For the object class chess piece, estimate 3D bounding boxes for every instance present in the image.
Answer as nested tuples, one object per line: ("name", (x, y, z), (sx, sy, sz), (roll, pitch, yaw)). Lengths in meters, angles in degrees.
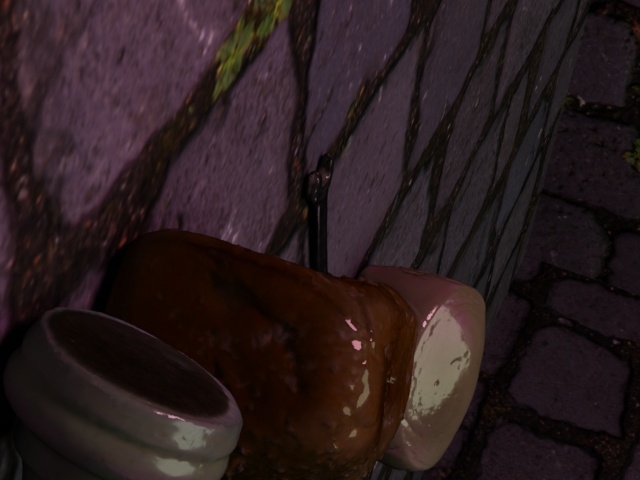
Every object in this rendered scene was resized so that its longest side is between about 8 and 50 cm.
("chess piece", (-0.165, 0.183, 0.836), (0.271, 0.139, 0.139), (-60, 169, 9))

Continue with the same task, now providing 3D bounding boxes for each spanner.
("spanner", (0.000, 0.000, 1.421), (0.254, 0.015, 0.054), (89, 24, -57))

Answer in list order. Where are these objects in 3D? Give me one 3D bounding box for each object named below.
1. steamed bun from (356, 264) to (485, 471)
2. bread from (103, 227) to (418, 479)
("steamed bun", (0.082, 0.146, 1.673), (0.152, 0.170, 0.238), (8, 101, -53))
("bread", (-0.040, 0.097, 1.004), (0.246, 0.195, 0.176), (22, 84, -77))
